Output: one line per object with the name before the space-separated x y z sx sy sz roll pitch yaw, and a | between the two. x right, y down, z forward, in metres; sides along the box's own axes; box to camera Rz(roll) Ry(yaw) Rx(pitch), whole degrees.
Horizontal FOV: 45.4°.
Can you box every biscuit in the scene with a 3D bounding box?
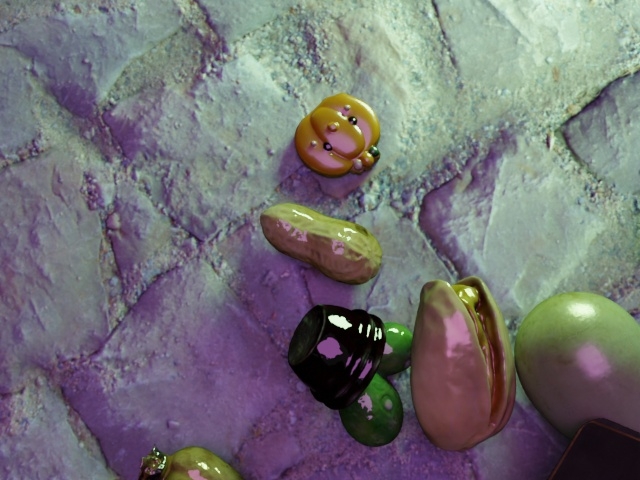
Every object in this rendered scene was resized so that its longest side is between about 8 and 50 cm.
biscuit | 0.040 -0.195 1.457 0.170 0.050 0.170 0 79 1

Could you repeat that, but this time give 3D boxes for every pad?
pad | 0.465 0.490 1.217 0.315 0.063 0.375 23 102 -18

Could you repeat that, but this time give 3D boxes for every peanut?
peanut | 0.000 0.000 1.382 0.236 0.120 0.110 25 118 0

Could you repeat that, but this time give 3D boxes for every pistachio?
pistachio | 0.234 0.212 1.299 0.187 0.187 0.299 -4 89 0

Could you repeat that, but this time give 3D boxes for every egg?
egg | 0.452 0.228 1.278 0.218 0.218 0.295 -26 86 -4

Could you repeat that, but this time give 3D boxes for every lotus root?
lotus root | -0.199 0.442 1.286 0.257 0.140 0.154 37 68 -2

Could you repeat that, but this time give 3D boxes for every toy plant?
toy plant | 0.064 0.223 1.320 0.235 0.175 0.218 31 73 -19
